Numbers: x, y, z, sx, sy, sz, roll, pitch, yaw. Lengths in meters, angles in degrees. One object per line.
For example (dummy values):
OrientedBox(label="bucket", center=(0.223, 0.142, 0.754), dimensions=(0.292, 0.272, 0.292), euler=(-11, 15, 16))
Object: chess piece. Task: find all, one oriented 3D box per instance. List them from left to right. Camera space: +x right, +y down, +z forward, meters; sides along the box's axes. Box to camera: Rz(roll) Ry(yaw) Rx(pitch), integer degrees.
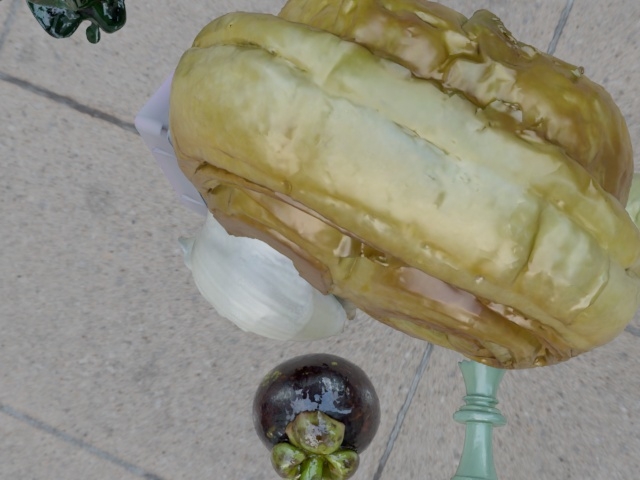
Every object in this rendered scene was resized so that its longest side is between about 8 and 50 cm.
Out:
OrientedBox(label="chess piece", center=(0.087, 0.105, 0.457), dimensions=(0.042, 0.042, 0.093), euler=(5, 73, 8))

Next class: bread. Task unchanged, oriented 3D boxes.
OrientedBox(label="bread", center=(0.040, -0.027, 0.404), dimensions=(0.236, 0.198, 0.120), euler=(28, 77, 3))

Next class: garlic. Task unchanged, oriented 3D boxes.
OrientedBox(label="garlic", center=(0.011, -0.013, 0.858), dimensions=(0.203, 0.281, 0.185), euler=(41, 111, 8))

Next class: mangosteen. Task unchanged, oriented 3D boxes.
OrientedBox(label="mangosteen", center=(-0.004, 0.274, 1.211), dimensions=(0.192, 0.192, 0.217), euler=(-10, 52, 8))

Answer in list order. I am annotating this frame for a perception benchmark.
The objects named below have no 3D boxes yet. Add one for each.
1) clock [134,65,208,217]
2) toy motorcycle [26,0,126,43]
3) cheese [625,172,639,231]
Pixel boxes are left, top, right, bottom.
OrientedBox(label="clock", center=(-0.146, -0.136, 1.097), dimensions=(0.063, 0.197, 0.150), euler=(23, 66, 27))
OrientedBox(label="toy motorcycle", center=(-0.246, -0.228, 0.698), dimensions=(0.187, 0.274, 0.125), euler=(-33, 91, 44))
OrientedBox(label="cheese", center=(0.308, -0.031, 0.904), dimensions=(0.123, 0.167, 0.094), euler=(-28, 118, -33))
